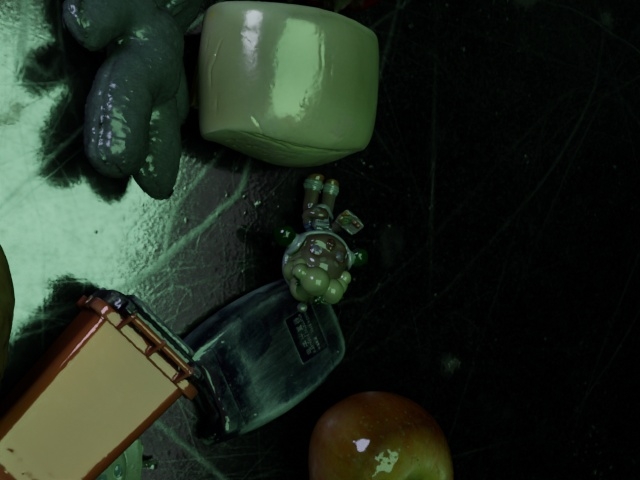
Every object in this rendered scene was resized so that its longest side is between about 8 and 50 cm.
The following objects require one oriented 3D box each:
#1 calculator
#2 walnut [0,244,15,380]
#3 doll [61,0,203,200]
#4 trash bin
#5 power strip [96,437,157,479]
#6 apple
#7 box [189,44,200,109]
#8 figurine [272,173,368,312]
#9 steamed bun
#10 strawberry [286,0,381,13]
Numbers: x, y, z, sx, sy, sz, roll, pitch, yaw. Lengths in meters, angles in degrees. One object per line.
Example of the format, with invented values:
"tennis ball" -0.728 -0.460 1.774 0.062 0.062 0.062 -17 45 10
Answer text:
"calculator" -0.072 0.157 0.994 0.268 0.040 0.177 -31 107 -32
"walnut" -0.426 0.078 0.657 0.277 0.252 0.313 9 92 -38
"doll" -0.230 -0.220 0.816 0.246 0.158 0.341 25 67 -69
"trash bin" -0.260 0.179 0.788 0.161 0.184 0.239 48 67 -15
"power strip" -0.306 0.280 0.864 0.226 0.029 0.080 4 89 -30
"apple" 0.078 0.327 1.010 0.210 0.173 0.235 2 99 -34
"box" -0.098 -0.203 0.975 0.156 0.022 0.089 11 87 -30
"figurine" 0.001 0.000 0.982 0.147 0.093 0.197 16 72 -25
"steamed bun" -0.029 -0.195 0.911 0.250 0.154 0.200 2 92 -31
"strawberry" 0.067 -0.470 0.925 0.267 0.311 0.351 58 46 -40
